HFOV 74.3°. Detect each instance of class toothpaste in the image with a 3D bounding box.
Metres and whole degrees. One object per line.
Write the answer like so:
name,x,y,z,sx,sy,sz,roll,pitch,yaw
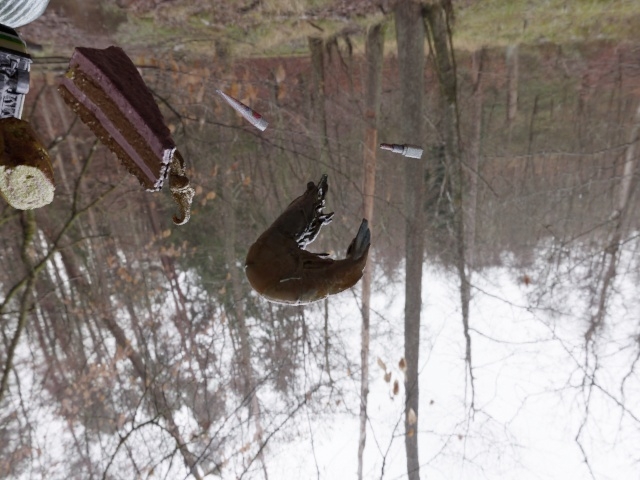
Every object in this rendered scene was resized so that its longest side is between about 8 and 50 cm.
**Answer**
toothpaste,-0.263,-0.441,1.412,0.195,0.042,0.067,33,-178,-27

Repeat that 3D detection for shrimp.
shrimp,0.001,-0.006,0.692,0.178,0.075,0.289,21,-140,12

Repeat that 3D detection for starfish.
starfish,-0.538,-0.227,1.570,0.113,0.302,0.312,-17,-148,-10

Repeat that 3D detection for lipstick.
lipstick,0.189,-0.217,0.999,0.107,0.025,0.025,5,-149,-18

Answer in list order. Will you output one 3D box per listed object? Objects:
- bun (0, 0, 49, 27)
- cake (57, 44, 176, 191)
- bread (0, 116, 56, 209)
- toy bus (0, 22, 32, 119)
bun,-0.802,-0.640,0.945,0.355,0.194,0.354,-20,171,-3
cake,-0.341,-0.213,0.717,0.113,0.116,0.295,-15,-119,-48
bread,-0.619,-0.162,0.876,0.103,0.131,0.172,-19,-126,-24
toy bus,-0.790,-0.354,0.993,0.143,0.305,0.179,0,-130,-43
